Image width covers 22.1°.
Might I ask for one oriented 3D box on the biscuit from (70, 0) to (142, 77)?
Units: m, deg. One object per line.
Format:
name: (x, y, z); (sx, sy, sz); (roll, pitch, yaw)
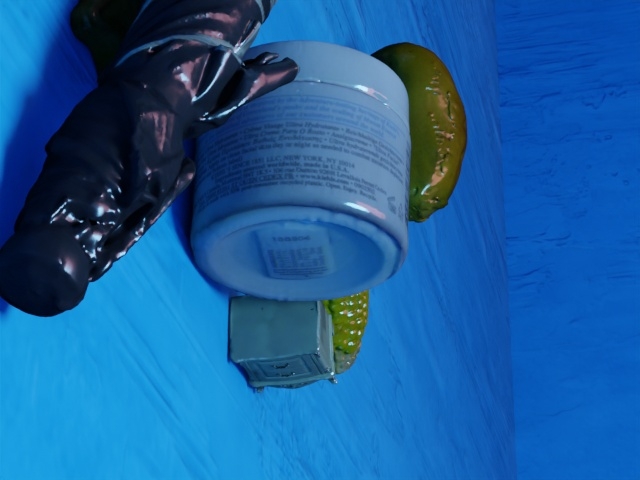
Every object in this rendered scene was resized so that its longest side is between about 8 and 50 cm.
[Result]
biscuit: (-0.131, -0.165, 1.194); (0.215, 0.034, 0.182); (-43, 126, -74)

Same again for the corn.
corn: (0.000, 0.000, 1.549); (0.097, 0.097, 0.261); (-54, 139, -72)

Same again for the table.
table: (-0.030, 0.088, 1.409); (0.083, 0.079, 0.062); (63, 22, -61)

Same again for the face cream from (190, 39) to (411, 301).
face cream: (-0.016, -0.051, 1.324); (0.177, 0.177, 0.153); (62, 27, -59)

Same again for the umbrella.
umbrella: (-0.106, -0.078, 1.041); (0.106, 0.113, 0.357); (52, 39, -26)

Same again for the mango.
mango: (0.104, -0.126, 1.947); (0.156, 0.151, 0.248); (119, -20, -44)
